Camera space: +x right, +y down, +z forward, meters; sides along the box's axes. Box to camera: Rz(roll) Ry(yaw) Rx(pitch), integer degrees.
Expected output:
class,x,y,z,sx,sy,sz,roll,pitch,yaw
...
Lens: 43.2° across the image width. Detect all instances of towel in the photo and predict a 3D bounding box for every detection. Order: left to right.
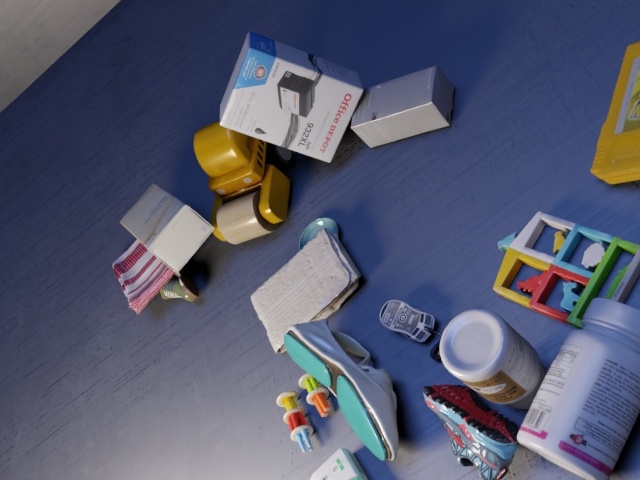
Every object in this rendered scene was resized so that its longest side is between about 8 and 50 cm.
class,x,y,z,sx,sy,sz,roll,pitch,yaw
towel,-0.495,0.050,2.346,0.237,0.037,0.329,-48,32,0
towel,-0.038,0.119,1.949,0.282,0.049,0.187,-42,50,15

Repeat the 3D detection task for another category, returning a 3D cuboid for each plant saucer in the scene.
class,x,y,z,sx,sy,sz,roll,pitch,yaw
plant saucer,0.000,0.000,2.026,0.119,0.021,0.119,-20,53,29

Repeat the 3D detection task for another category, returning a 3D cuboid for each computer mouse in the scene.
class,x,y,z,sx,sy,sz,roll,pitch,yaw
computer mouse,0.211,0.180,1.724,0.193,0.042,0.106,23,84,40

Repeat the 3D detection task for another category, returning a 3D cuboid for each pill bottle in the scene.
class,x,y,z,sx,sy,sz,roll,pitch,yaw
pill bottle,0.323,0.223,1.463,0.131,0.229,0.131,-20,52,29
pill bottle,0.466,0.252,1.376,0.160,0.160,0.283,21,78,45

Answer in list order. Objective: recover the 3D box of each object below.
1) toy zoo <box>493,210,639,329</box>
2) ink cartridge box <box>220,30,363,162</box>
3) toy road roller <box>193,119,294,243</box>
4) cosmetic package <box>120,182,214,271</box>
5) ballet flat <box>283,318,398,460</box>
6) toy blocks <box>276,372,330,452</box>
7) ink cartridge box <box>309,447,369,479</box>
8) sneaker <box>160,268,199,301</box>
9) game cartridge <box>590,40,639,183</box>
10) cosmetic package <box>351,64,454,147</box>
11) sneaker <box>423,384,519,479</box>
class,x,y,z,sx,sy,sz,roll,pitch,yaw
toy zoo,0.470,0.055,1.594,0.293,0.030,0.192,24,81,46
ink cartridge box,-0.076,-0.360,2.053,0.129,0.307,0.223,-101,32,-58
toy road roller,-0.225,-0.180,2.171,0.202,0.240,0.330,-19,53,31
cosmetic package,-0.429,-0.042,2.233,0.160,0.113,0.309,-51,30,-7
ballet flat,0.071,0.289,1.708,0.139,0.139,0.400,-50,47,3
toy blocks,-0.024,0.380,1.779,0.123,0.054,0.148,-41,45,12
ink cartridge box,0.015,0.561,1.633,0.224,0.056,0.181,-44,44,6
sneaker,-0.402,0.136,2.246,0.086,0.064,0.192,-50,38,4
game cartridge,0.673,-0.271,1.554,0.285,0.052,0.324,-10,53,60
cosmetic package,0.204,-0.331,2.012,0.238,0.107,0.127,-16,51,36
sneaker,0.263,0.359,1.514,0.262,0.104,0.125,-143,57,-64
